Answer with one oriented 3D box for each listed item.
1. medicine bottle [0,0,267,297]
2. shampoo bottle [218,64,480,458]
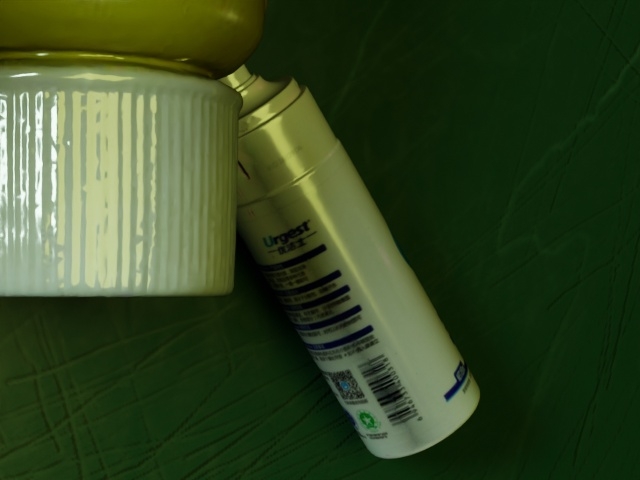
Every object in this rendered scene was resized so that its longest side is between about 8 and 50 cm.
[{"bbox_3d":[-0.139,-0.160,0.851,0.224,0.224,0.384,1,88,-32],"label":"medicine bottle"},{"bbox_3d":[0.000,0.000,1.014,0.092,0.092,0.303,-38,107,-27],"label":"shampoo bottle"}]
